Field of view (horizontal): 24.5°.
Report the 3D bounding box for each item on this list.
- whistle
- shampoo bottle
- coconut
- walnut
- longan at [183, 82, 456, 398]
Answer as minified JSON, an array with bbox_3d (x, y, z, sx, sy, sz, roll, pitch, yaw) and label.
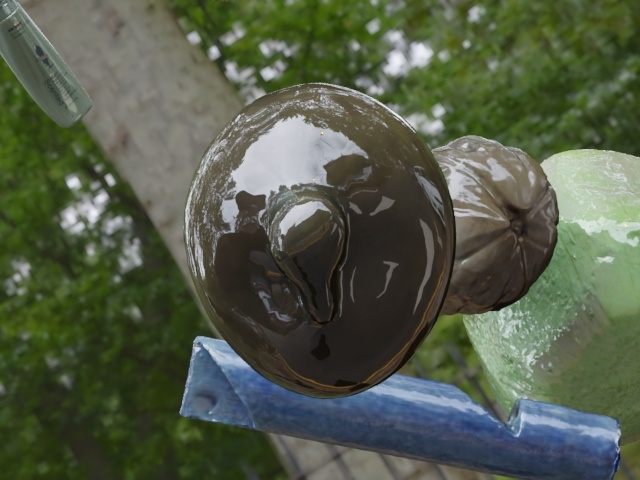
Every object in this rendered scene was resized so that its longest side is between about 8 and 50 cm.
[{"bbox_3d":[0.056,0.124,1.039,0.304,0.062,0.062,11,-16,-1],"label":"whistle"},{"bbox_3d":[-0.399,-0.253,2.053,0.049,0.212,0.072,4,47,48],"label":"shampoo bottle"},{"bbox_3d":[0.293,0.060,1.587,0.281,0.328,0.328,4,-18,-7],"label":"coconut"},{"bbox_3d":[0.129,-0.008,1.404,0.178,0.178,0.230,-26,1,-28],"label":"walnut"},{"bbox_3d":[0.000,0.000,0.856,0.159,0.184,0.204,-10,-2,3],"label":"longan"}]
